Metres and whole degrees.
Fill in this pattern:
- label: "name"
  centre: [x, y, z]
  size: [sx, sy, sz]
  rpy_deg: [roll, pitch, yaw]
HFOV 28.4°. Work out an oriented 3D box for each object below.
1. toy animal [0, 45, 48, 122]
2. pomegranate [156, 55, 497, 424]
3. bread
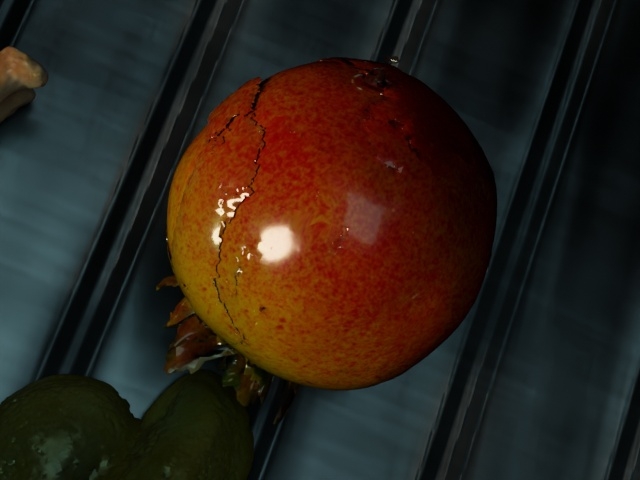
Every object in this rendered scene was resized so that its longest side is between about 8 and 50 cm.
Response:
- label: "toy animal"
  centre: [-0.295, -0.077, 0.780]
  size: [0.184, 0.104, 0.185]
  rpy_deg: [33, 78, -8]
- label: "pomegranate"
  centre: [0.000, 0.000, 0.786]
  size: [0.210, 0.210, 0.235]
  rpy_deg: [38, 98, -4]
- label: "bread"
  centre: [-0.131, 0.140, 0.797]
  size: [0.187, 0.065, 0.149]
  rpy_deg: [-36, 84, -16]
